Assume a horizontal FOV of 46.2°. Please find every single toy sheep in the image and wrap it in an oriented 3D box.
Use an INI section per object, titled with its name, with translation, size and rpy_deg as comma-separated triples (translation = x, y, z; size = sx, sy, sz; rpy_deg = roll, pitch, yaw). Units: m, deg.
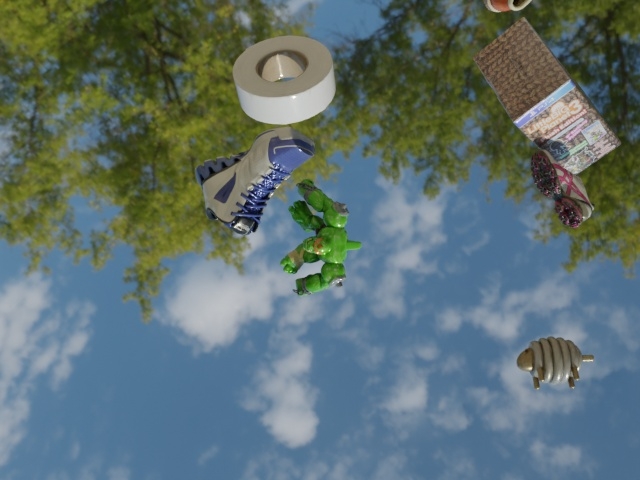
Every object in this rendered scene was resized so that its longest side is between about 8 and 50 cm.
[toy sheep]
translation = 0.402, 0.207, 1.288
size = 0.132, 0.091, 0.091
rpy_deg = 0, -129, -2

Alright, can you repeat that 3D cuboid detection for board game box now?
[board game box]
translation = 0.511, -0.315, 1.692
size = 0.141, 0.291, 0.232
rpy_deg = -37, -132, 23

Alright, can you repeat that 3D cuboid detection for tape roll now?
[tape roll]
translation = -0.102, -0.457, 2.122
size = 0.286, 0.100, 0.286
rpy_deg = -4, -130, 5

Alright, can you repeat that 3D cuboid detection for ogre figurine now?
[ogre figurine]
translation = 0.000, 0.000, 1.265
size = 0.118, 0.097, 0.197
rpy_deg = 9, -100, 49

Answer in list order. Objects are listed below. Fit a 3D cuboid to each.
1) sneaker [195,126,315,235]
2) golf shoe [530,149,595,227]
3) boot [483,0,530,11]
[sneaker]
translation = -0.143, -0.113, 1.661
size = 0.316, 0.127, 0.182
rpy_deg = -20, -115, 33
[golf shoe]
translation = 0.527, -0.123, 1.639
size = 0.086, 0.186, 0.067
rpy_deg = -35, -175, -27
[boot]
translation = 0.352, -0.437, 1.240
size = 0.158, 0.059, 0.084
rpy_deg = -46, -156, 3
